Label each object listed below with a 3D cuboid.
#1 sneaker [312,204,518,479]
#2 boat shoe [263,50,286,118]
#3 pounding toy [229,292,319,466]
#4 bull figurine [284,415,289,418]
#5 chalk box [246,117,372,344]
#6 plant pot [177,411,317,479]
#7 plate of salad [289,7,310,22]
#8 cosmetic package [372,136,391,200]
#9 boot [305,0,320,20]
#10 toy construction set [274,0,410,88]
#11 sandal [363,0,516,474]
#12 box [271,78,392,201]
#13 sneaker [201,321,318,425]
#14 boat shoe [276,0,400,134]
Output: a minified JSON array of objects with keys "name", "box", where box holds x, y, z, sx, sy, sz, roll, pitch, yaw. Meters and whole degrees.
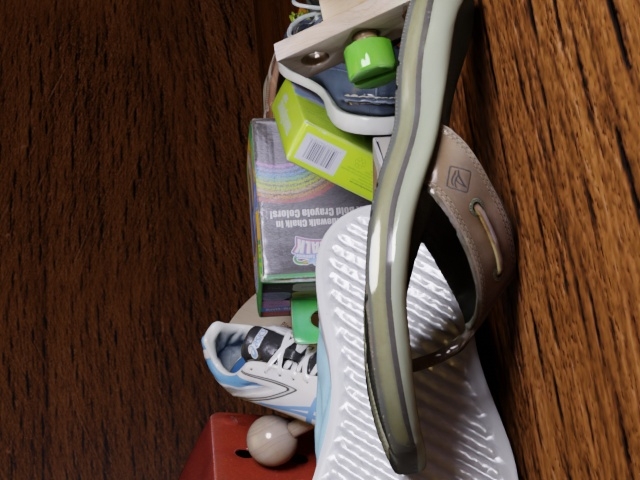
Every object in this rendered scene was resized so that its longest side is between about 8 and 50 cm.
[{"name":"sneaker","box":[0.060,0.156,0.894,0.150,0.135,0.366,80,-170,-50]},{"name":"boat shoe","box":[-0.015,-0.110,1.537,0.116,0.123,0.324,97,167,-54]},{"name":"pounding toy","box":[-0.002,0.144,1.486,0.110,0.183,0.237,58,-171,-36]},{"name":"bull figurine","box":[0.002,0.279,1.745,0.188,0.101,0.310,-163,71,-89]},{"name":"chalk box","box":[0.000,0.000,1.350,0.132,0.132,0.213,103,164,-72]},{"name":"plant pot","box":[-0.042,0.332,1.480,0.267,0.267,0.236,-106,23,-69]},{"name":"plate of salad","box":[-0.014,-0.229,1.838,0.200,0.048,0.200,177,90,-85]},{"name":"cosmetic package","box":[0.064,-0.020,1.103,0.060,0.041,0.115,-103,11,-60]},{"name":"boot","box":[0.006,-0.276,1.416,0.161,0.083,0.246,83,-179,-56]},{"name":"toy construction set","box":[-0.048,-0.217,0.925,0.257,0.308,0.237,70,-170,-78]},{"name":"sandal","box":[0.075,-0.015,0.809,0.120,0.086,0.303,83,-163,-74]},{"name":"box","box":[0.015,-0.092,1.227,0.042,0.109,0.178,-60,16,16]},{"name":"sneaker","box":[-0.025,0.126,1.352,0.086,0.237,0.085,49,-122,-39]},{"name":"boat shoe","box":[0.019,-0.162,1.199,0.254,0.095,0.079,-116,26,-66]}]
